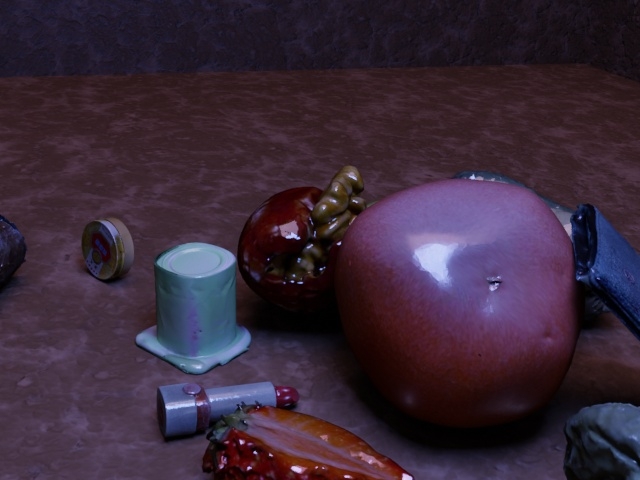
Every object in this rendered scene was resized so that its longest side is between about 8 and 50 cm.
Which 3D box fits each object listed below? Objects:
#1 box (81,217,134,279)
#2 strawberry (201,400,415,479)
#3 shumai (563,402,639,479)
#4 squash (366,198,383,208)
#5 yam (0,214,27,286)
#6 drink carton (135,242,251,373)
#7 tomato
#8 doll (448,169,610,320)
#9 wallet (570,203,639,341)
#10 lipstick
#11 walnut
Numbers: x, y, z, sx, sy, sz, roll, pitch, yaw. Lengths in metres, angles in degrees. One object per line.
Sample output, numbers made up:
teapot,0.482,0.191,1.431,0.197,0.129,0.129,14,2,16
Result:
box,-0.360,0.013,1.364,0.105,0.105,0.037,23,24,36
strawberry,-0.018,0.258,0.894,0.228,0.098,0.174,14,7,-6
shumai,0.355,0.299,0.821,0.261,0.222,0.225,24,-19,-33
squash,0.191,-0.015,1.577,0.252,0.049,0.252,4,24,-2
yam,-0.555,0.060,1.215,0.131,0.131,0.279,5,25,2
drink carton,-0.180,0.088,1.182,0.146,0.142,0.144,19,27,33
tomato,0.189,0.067,1.044,0.341,0.273,0.341,-1,67,1
doll,0.321,0.023,1.309,0.350,0.247,0.247,16,23,-9
wallet,0.453,0.126,1.028,0.379,0.046,0.190,47,27,-10
lipstick,-0.112,0.206,1.035,0.186,0.057,0.063,-4,25,-22
walnut,0.000,0.000,1.250,0.222,0.244,0.269,37,8,0
